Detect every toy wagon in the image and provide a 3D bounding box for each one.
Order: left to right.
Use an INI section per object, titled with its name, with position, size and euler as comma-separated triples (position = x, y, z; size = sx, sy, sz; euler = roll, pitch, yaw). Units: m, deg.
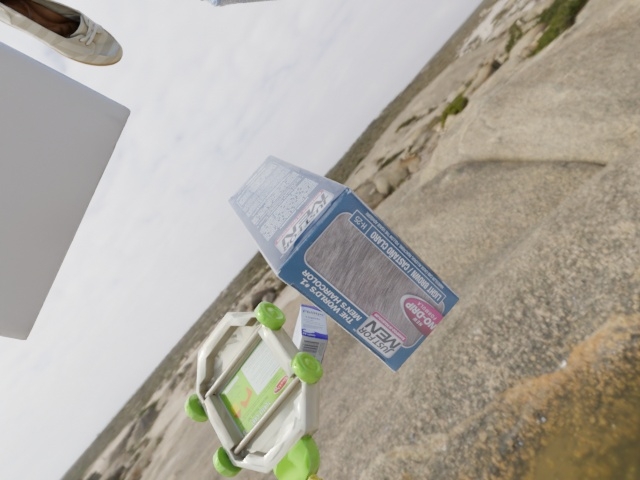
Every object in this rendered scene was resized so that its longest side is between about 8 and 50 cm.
[toy wagon]
position = -0.100, 0.288, 0.829
size = 0.267, 0.344, 0.068
euler = -53, -33, 17

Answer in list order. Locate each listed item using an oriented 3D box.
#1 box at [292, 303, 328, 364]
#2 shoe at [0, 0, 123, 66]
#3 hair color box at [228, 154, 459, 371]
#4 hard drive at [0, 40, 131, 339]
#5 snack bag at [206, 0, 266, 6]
[box]
position = -0.029, 0.259, 1.247
size = 0.137, 0.072, 0.126
euler = -96, 18, -62
[shoe]
position = -0.447, -0.365, 0.822
size = 0.058, 0.219, 0.076
euler = 4, 82, 49
[hair color box]
position = 0.000, 0.000, 0.599
size = 0.105, 0.174, 0.347
euler = -48, 23, 0
[hard drive]
position = -0.354, -0.076, 0.338
size = 0.047, 0.353, 0.232
euler = 24, 89, 52
[snack bag]
position = -0.195, -0.341, 0.642
size = 0.343, 0.323, 0.037
euler = -18, -56, -27
